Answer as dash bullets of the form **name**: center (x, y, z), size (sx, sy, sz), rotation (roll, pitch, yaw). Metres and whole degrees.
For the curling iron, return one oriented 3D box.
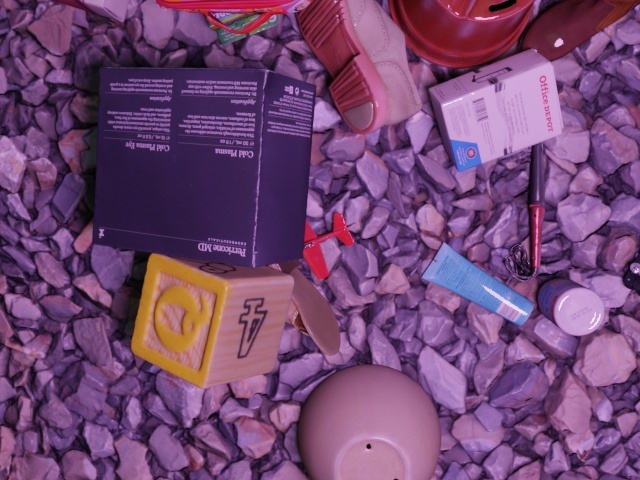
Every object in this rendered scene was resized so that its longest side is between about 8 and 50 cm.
- **curling iron**: center (0.397, -0.056, 1.380), size (0.068, 0.035, 0.273), rotation (7, 96, 1)

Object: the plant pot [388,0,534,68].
- **plant pot**: center (0.258, -0.445, 1.232), size (0.273, 0.265, 0.272), rotation (0, 96, 2)

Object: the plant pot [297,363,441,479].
- **plant pot**: center (0.094, 0.395, 1.359), size (0.284, 0.191, 0.284), rotation (0, 96, 2)

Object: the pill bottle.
- **pill bottle**: center (0.450, 0.116, 1.332), size (0.087, 0.160, 0.087), rotation (0, 95, 2)

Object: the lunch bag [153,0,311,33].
- **lunch bag**: center (-0.153, -0.491, 1.260), size (0.293, 0.120, 0.258), rotation (2, 100, 13)

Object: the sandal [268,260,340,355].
- **sandal**: center (-0.050, 0.121, 1.406), size (0.079, 0.088, 0.240), rotation (-26, 97, 37)

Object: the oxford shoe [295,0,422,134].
- **oxford shoe**: center (0.063, -0.388, 1.334), size (0.147, 0.140, 0.396), rotation (-18, 87, -32)

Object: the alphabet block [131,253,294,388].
- **alphabet block**: center (-0.191, 0.132, 1.305), size (0.193, 0.197, 0.193), rotation (17, 99, 33)

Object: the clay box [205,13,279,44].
- **clay box**: center (-0.171, -0.490, 1.350), size (0.128, 0.053, 0.222), rotation (-20, 93, 6)

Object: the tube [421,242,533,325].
- **tube**: center (0.304, 0.090, 1.394), size (0.207, 0.052, 0.080), rotation (31, 91, 4)

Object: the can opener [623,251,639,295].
- **can opener**: center (0.636, 0.017, 1.376), size (0.059, 0.073, 0.186), rotation (29, 94, 38)

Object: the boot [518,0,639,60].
- **boot**: center (0.479, -0.396, 1.220), size (0.264, 0.280, 0.096), rotation (-24, 94, 4)

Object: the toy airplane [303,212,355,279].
- **toy airplane**: center (0.000, 0.000, 1.404), size (0.151, 0.028, 0.151), rotation (0, 96, 2)

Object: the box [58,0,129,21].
- **box**: center (-0.465, -0.511, 1.322), size (0.233, 0.127, 0.148), rotation (17, 96, 1)

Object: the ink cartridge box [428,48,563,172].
- **ink cartridge box**: center (0.317, -0.234, 1.314), size (0.203, 0.086, 0.148), rotation (-20, 124, 3)

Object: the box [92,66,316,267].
- **box**: center (-0.206, -0.132, 1.269), size (0.343, 0.179, 0.312), rotation (8, 96, 25)
